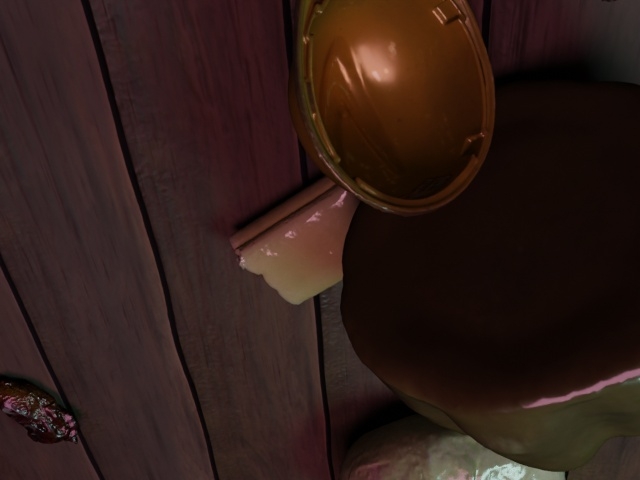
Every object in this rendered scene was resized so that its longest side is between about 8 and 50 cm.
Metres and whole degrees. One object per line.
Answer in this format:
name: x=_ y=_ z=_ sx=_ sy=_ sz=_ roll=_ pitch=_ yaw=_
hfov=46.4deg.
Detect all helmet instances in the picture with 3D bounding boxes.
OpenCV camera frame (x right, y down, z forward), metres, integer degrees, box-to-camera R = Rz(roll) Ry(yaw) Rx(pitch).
helmet: x=0.045 y=-0.145 z=0.719 sx=0.205 sy=0.140 sz=0.257 roll=-13 pitch=91 yaw=-24

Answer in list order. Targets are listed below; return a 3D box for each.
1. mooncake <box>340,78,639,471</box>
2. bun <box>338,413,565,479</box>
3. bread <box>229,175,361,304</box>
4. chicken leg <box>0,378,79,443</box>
mooncake: x=0.215 y=0.032 z=0.733 sx=0.378 sy=0.378 sz=0.201 roll=-24 pitch=137 yaw=19
bun: x=0.210 y=0.407 z=1.150 sx=0.361 sy=0.213 sz=0.361 roll=1 pitch=133 yaw=1
bread: x=0.000 y=0.000 z=0.899 sx=0.178 sy=0.060 sz=0.139 roll=-33 pitch=124 yaw=25
chicken leg: x=-0.451 y=0.251 z=1.122 sx=0.089 sy=0.048 sz=0.219 roll=-32 pitch=124 yaw=21
